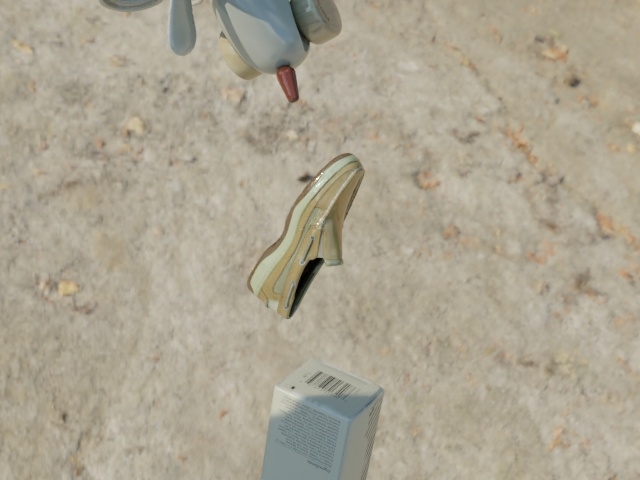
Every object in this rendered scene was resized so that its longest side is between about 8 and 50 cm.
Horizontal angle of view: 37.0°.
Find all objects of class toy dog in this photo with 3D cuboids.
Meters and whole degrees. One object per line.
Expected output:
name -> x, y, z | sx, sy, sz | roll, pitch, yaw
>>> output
toy dog -> -0.109, -0.285, 1.222 | 0.333, 0.220, 0.161 | 11, 53, -37

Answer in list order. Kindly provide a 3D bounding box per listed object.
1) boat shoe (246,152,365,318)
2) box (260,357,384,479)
boat shoe -> 0.000, 0.000, 0.996 | 0.072, 0.190, 0.068 | 43, 26, 22
box -> -0.007, 0.297, 1.198 | 0.113, 0.275, 0.094 | 22, 28, 23
